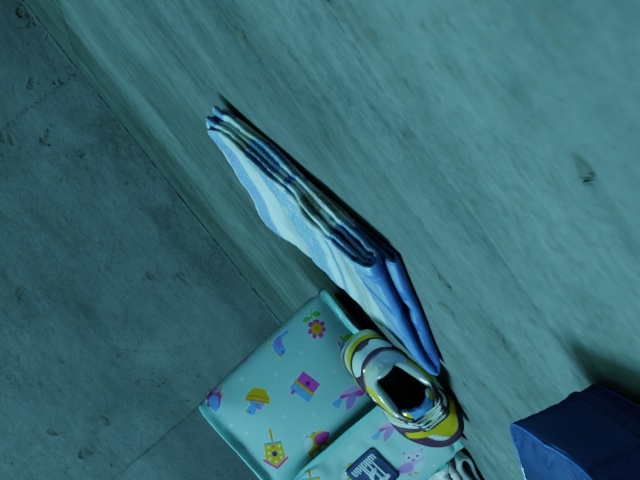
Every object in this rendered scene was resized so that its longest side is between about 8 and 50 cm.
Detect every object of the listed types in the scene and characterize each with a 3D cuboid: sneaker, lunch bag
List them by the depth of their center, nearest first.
[{"bbox_3d":[0.154,0.120,0.402,0.067,0.065,0.098,70,166,-17],"label":"lunch bag"},{"bbox_3d":[0.097,0.170,0.800,0.185,0.070,0.084,42,178,-27],"label":"sneaker"},{"bbox_3d":[0.017,0.229,0.974,0.262,0.223,0.160,48,177,12],"label":"lunch bag"}]

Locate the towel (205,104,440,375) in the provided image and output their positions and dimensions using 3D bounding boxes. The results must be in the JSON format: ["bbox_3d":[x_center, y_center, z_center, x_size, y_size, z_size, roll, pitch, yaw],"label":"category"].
[{"bbox_3d":[0.000,0.000,0.763,0.285,0.034,0.209,43,169,39],"label":"towel"}]

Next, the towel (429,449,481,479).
[{"bbox_3d":[0.163,0.333,1.218,0.317,0.053,0.332,38,165,50],"label":"towel"}]
